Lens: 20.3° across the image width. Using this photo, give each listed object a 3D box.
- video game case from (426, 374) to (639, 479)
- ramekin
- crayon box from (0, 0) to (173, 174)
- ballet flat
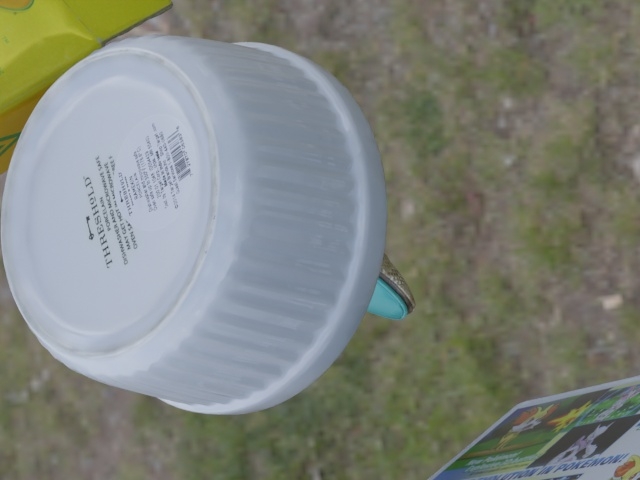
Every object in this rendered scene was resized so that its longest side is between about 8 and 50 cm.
[{"bbox_3d":[0.086,0.152,0.838,0.036,0.300,0.329,56,153,-4],"label":"video game case"},{"bbox_3d":[-0.077,-0.013,0.956,0.207,0.109,0.207,-9,76,39],"label":"ramekin"},{"bbox_3d":[-0.269,-0.108,1.030,0.202,0.318,0.081,50,157,15],"label":"crayon box"},{"bbox_3d":[0.000,0.000,1.616,0.067,0.206,0.073,-65,4,-37],"label":"ballet flat"}]
